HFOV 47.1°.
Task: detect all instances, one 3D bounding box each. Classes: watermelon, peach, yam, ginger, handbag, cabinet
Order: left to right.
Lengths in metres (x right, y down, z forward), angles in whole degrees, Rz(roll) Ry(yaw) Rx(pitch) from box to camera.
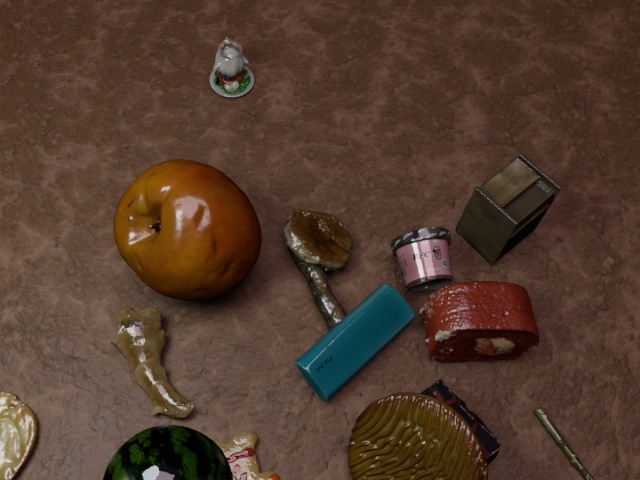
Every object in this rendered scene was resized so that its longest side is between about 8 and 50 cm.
[{"bbox_3d":[-0.383,0.283,1.701,0.131,0.086,0.294,-27,75,-27],"label":"ginger"},{"bbox_3d":[-0.314,0.503,1.483,0.269,0.269,0.268,2,62,-3],"label":"watermelon"},{"bbox_3d":[-0.304,-0.025,1.733,0.302,0.343,0.342,-1,52,-53],"label":"peach"},{"bbox_3d":[-0.007,0.107,1.830,0.061,0.061,0.252,-22,65,-15],"label":"yam"},{"bbox_3d":[0.274,0.429,1.621,0.169,0.155,0.215,-38,68,-10],"label":"handbag"},{"bbox_3d":[0.473,-0.082,1.878,0.175,0.215,0.148,-36,70,-21],"label":"cabinet"}]

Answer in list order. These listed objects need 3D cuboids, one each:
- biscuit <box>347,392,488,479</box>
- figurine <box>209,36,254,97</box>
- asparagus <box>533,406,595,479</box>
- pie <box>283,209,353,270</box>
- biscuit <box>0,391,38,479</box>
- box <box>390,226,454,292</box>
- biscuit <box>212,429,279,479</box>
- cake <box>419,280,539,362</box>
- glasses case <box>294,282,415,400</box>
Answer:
[{"bbox_3d":[0.197,0.476,1.543,0.318,0.040,0.317,1,93,31],"label":"biscuit"},{"bbox_3d":[-0.252,-0.496,2.078,0.132,0.153,0.132,2,63,-3],"label":"figurine"},{"bbox_3d":[0.578,0.491,1.692,0.024,0.025,0.248,-2,51,-55],"label":"asparagus"},{"bbox_3d":[0.000,0.000,1.854,0.195,0.046,0.195,18,44,-19],"label":"pie"},{"bbox_3d":[-0.733,0.456,1.602,0.203,0.041,0.259,13,63,-1],"label":"biscuit"},{"bbox_3d":[0.261,0.055,1.835,0.151,0.151,0.135,-6,72,-8],"label":"box"},{"bbox_3d":[-0.167,0.535,1.608,0.153,0.030,0.234,-18,64,-11],"label":"biscuit"},{"bbox_3d":[0.381,0.195,1.747,0.283,0.177,0.150,1,62,-5],"label":"cake"},{"bbox_3d":[0.088,0.238,1.737,0.301,0.070,0.117,-40,105,-20],"label":"glasses case"}]
